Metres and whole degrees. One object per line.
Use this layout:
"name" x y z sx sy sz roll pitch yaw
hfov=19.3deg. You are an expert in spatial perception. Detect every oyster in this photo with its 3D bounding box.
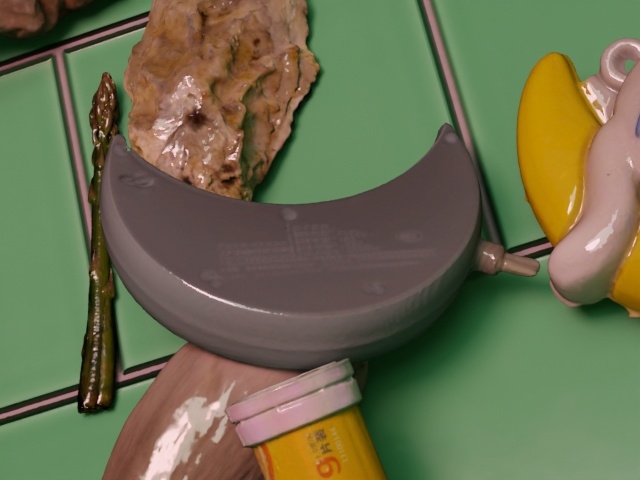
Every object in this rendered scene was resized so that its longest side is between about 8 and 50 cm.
"oyster" -0.076 -0.109 1.212 0.133 0.072 0.209 14 70 18

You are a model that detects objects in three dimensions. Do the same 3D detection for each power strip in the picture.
"power strip" 0.000 0.000 1.097 0.253 0.054 0.167 -1 48 -9

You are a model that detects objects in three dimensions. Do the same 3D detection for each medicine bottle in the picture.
"medicine bottle" 0.023 0.176 1.015 0.074 0.074 0.218 -23 86 5

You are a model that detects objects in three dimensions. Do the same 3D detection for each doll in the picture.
"doll" 0.224 -0.058 1.080 0.237 0.111 0.252 40 91 28

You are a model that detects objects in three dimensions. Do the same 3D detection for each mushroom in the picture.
"mushroom" -0.074 0.142 1.087 0.096 0.108 0.247 10 63 55

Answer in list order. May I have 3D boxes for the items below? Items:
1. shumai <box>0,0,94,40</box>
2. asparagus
"shumai" -0.239 -0.290 1.301 0.314 0.267 0.262 -18 27 -22
"asparagus" -0.141 -0.001 1.210 0.023 0.022 0.232 -32 53 52
